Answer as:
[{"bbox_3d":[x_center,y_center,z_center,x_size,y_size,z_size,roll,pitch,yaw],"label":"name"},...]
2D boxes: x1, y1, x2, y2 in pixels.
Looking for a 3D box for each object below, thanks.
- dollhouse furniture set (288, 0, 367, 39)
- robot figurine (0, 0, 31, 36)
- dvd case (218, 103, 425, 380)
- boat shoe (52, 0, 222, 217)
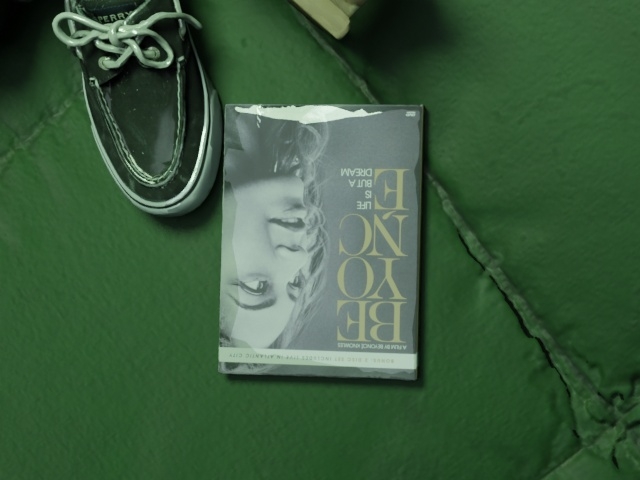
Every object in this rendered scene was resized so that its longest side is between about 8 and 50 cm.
[{"bbox_3d":[-0.022,-0.417,1.029,0.394,0.256,0.362,38,96,-12],"label":"dollhouse furniture set"},{"bbox_3d":[-0.318,-0.256,1.077,0.209,0.173,0.278,15,93,-12],"label":"robot figurine"},{"bbox_3d":[0.000,0.000,1.087,0.164,0.018,0.221,1,90,11],"label":"dvd case"},{"bbox_3d":[-0.151,-0.171,1.074,0.113,0.105,0.306,-5,88,11],"label":"boat shoe"}]
